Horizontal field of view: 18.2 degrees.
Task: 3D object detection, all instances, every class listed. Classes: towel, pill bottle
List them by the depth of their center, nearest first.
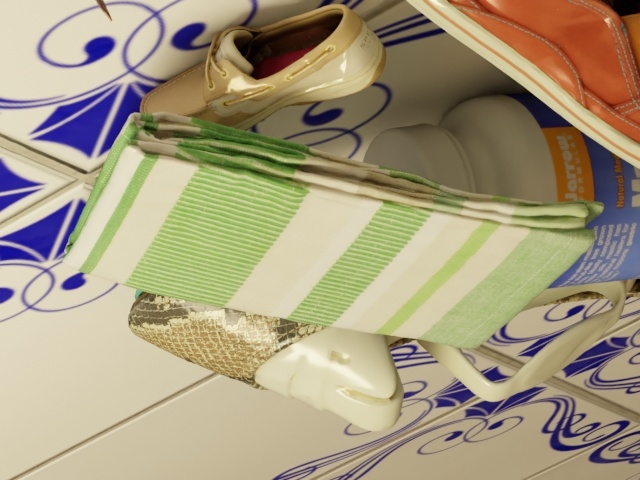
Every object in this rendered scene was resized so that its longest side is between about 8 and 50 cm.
[{"bbox_3d":[0.000,0.000,1.371,0.324,0.038,0.248,10,155,-15],"label":"towel"},{"bbox_3d":[0.173,-0.039,1.524,0.272,0.152,0.152,-6,154,-28],"label":"pill bottle"}]

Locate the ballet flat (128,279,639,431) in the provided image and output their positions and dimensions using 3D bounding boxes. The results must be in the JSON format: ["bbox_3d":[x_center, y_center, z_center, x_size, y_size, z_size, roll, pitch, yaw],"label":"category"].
[{"bbox_3d":[0.093,0.055,1.644,0.482,0.182,0.164,-16,160,-15],"label":"ballet flat"}]

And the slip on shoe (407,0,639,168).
[{"bbox_3d":[0.190,-0.129,1.209,0.331,0.123,0.101,30,135,-18],"label":"slip on shoe"}]

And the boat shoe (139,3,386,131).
[{"bbox_3d":[-0.045,-0.112,1.280,0.170,0.063,0.059,-18,138,15],"label":"boat shoe"}]

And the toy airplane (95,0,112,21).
[{"bbox_3d":[-0.139,-0.162,1.094,0.151,0.028,0.151,-18,160,-7],"label":"toy airplane"}]
